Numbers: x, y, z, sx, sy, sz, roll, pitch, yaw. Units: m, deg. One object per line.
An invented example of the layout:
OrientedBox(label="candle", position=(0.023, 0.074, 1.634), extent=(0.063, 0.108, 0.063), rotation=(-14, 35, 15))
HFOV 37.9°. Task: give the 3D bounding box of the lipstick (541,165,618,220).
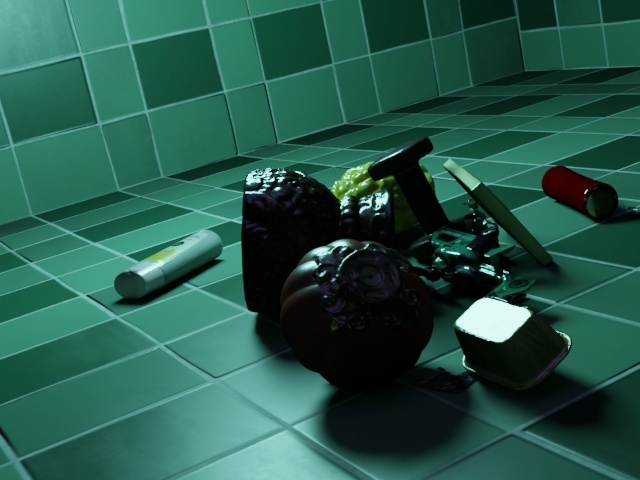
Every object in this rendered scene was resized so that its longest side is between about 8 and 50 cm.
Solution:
OrientedBox(label="lipstick", position=(0.542, -0.103, 1.963), extent=(0.080, 0.080, 0.241), rotation=(-13, 14, -4))

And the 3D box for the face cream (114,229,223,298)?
OrientedBox(label="face cream", position=(-0.333, 0.054, 2.086), extent=(0.107, 0.073, 0.269), rotation=(-10, 14, 39))

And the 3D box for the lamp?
OrientedBox(label="lamp", position=(0.051, 0.108, 1.349), extent=(0.226, 0.227, 0.227), rotation=(-11, 15, 3))

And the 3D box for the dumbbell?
OrientedBox(label="dumbbell", position=(0.199, -0.083, 1.841), extent=(0.140, 0.225, 0.124), rotation=(-26, 5, 41))

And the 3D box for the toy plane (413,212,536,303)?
OrientedBox(label="toy plane", position=(0.261, 0.042, 1.623), extent=(0.155, 0.106, 0.381), rotation=(-23, 18, -16))

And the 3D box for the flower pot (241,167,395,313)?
OrientedBox(label="flower pot", position=(0.000, 0.000, 1.698), extent=(0.267, 0.267, 0.266), rotation=(-1, 16, 3))

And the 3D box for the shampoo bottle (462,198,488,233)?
OrientedBox(label="shampoo bottle", position=(0.297, -0.025, 1.765), extent=(0.048, 0.141, 0.034), rotation=(-3, 46, 17))

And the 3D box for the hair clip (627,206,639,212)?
OrientedBox(label="hair clip", position=(0.675, -0.071, 1.849), extent=(0.137, 0.022, 0.054), rotation=(-16, 15, -16))

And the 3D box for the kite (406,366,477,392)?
OrientedBox(label="kite", position=(0.182, 0.192, 1.295), extent=(0.122, 0.004, 0.090), rotation=(-11, 16, -7))

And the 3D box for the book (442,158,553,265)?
OrientedBox(label="book", position=(0.331, -0.059, 1.771), extent=(0.027, 0.202, 0.264), rotation=(-43, 13, 7))

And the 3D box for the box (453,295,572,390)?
OrientedBox(label="box", position=(0.256, 0.141, 1.262), extent=(0.111, 0.111, 0.177), rotation=(-18, 14, -21))

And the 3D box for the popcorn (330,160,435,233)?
OrientedBox(label="popcorn", position=(0.141, -0.091, 2.031), extent=(0.225, 0.174, 0.286), rotation=(-19, 8, 21))
